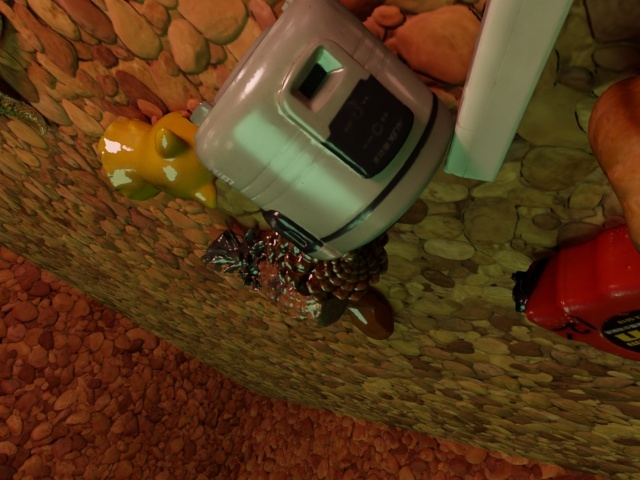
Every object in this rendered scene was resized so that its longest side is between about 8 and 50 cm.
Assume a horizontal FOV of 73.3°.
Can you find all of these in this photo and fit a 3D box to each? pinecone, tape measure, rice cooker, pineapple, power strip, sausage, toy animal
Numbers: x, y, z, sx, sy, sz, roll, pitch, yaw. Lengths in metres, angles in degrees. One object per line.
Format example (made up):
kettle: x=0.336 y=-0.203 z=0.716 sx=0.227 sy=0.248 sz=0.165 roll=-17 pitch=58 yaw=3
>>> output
pinecone: x=-0.002 y=-0.001 z=0.696 sx=0.213 sy=0.185 sz=0.169 roll=20 pitch=170 yaw=40
tape measure: x=0.441 y=0.074 z=0.570 sx=0.261 sy=0.113 sz=0.253 roll=24 pitch=151 yaw=-9
rice cooker: x=0.007 y=-0.108 z=0.457 sx=0.244 sy=0.225 sz=0.226 roll=37 pitch=148 yaw=-22
pineapple: x=-0.105 y=0.058 z=0.909 sx=0.341 sy=0.169 sz=0.169 roll=19 pitch=152 yaw=24
power strip: x=0.164 y=-0.171 z=0.371 sx=0.058 sy=0.098 sz=0.338 roll=14 pitch=150 yaw=11
sausage: x=0.118 y=0.175 z=0.994 sx=0.089 sy=0.089 sz=0.179 roll=3 pitch=151 yaw=32
toy animal: x=-0.268 y=-0.132 z=0.703 sx=0.230 sy=0.156 sz=0.156 roll=8 pitch=148 yaw=32

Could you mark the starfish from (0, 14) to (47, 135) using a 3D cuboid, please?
starfish: x=-0.656 y=-0.330 z=0.722 sx=0.348 sy=0.078 sz=0.357 roll=22 pitch=151 yaw=7

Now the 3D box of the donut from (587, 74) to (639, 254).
donut: x=0.355 y=-0.018 z=0.308 sx=0.318 sy=0.299 sz=0.150 roll=10 pitch=144 yaw=-28
